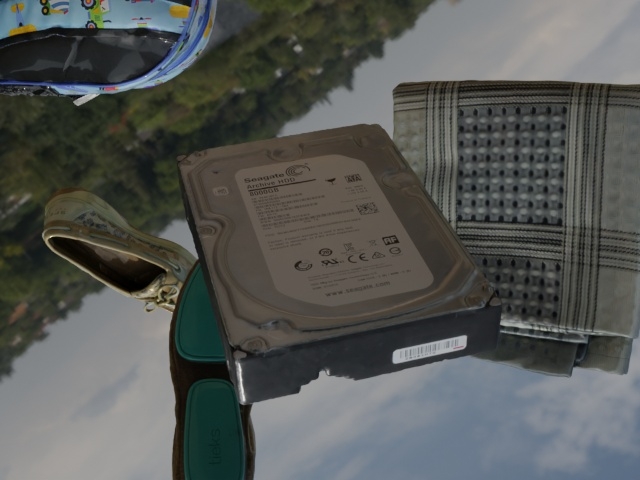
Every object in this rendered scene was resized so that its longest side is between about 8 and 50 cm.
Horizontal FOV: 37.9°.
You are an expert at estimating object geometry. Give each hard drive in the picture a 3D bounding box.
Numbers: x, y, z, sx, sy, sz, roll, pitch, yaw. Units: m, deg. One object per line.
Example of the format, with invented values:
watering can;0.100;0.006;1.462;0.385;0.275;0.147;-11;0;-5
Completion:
hard drive;0.000;0.000;0.903;0.237;0.064;0.339;-10;-145;-11

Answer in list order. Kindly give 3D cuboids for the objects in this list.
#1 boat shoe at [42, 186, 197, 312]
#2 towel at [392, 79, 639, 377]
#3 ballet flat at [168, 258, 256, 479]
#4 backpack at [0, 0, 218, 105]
boat shoe;-0.263;0.039;1.290;0.104;0.285;0.089;-38;-146;28
towel;0.207;-0.018;1.047;0.312;0.324;0.056;6;-176;26
ballet flat;-0.124;0.171;1.109;0.124;0.116;0.342;106;-17;-54
backpack;-0.135;-0.161;0.567;0.173;0.158;0.117;6;-177;21
